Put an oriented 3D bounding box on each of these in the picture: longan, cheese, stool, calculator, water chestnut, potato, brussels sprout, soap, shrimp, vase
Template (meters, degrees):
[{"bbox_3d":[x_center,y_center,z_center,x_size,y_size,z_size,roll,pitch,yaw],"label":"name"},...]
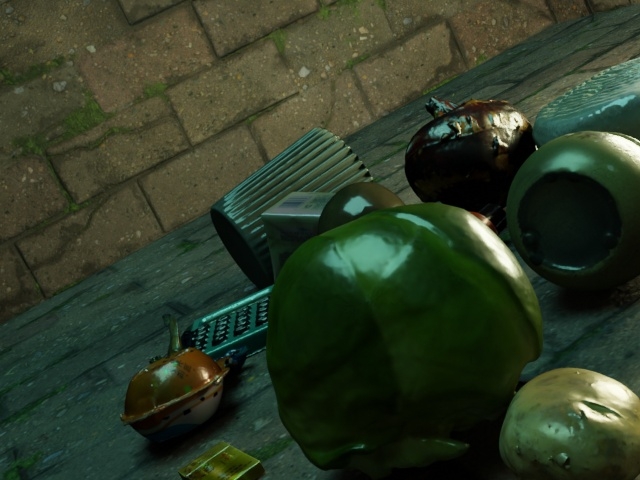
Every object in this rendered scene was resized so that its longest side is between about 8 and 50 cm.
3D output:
[{"bbox_3d":[0.086,-0.011,1.764,0.198,0.198,0.212,-29,32,-14],"label":"longan"},{"bbox_3d":[-0.237,0.259,1.693,0.217,0.129,0.329,-23,2,24],"label":"cheese"},{"bbox_3d":[-0.061,-0.063,2.256,0.330,0.297,0.297,-35,16,-16],"label":"stool"},{"bbox_3d":[-0.184,0.189,1.995,0.248,0.058,0.274,-25,15,5],"label":"calculator"},{"bbox_3d":[0.312,-0.196,1.998,0.300,0.300,0.300,-24,14,6],"label":"water chestnut"},{"bbox_3d":[0.266,0.210,1.010,0.161,0.128,0.235,-11,8,-7],"label":"potato"},{"bbox_3d":[0.089,0.119,1.191,0.371,0.315,0.276,-49,-9,33],"label":"brussels sprout"},{"bbox_3d":[0.000,0.000,2.021,0.200,0.182,0.138,3,26,29],"label":"soap"},{"bbox_3d":[-0.317,0.227,1.946,0.051,0.150,0.217,4,-4,-23],"label":"shrimp"},{"bbox_3d":[0.472,-0.046,1.448,0.329,0.240,0.302,17,22,29],"label":"vase"}]

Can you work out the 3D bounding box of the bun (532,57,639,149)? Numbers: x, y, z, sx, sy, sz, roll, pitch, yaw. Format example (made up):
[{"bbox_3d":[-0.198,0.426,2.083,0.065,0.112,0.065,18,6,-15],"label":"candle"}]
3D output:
[{"bbox_3d":[0.600,-0.232,1.875,0.355,0.194,0.354,-27,15,8],"label":"bun"}]

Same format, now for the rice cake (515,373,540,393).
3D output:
[{"bbox_3d":[0.253,0.194,1.253,0.033,0.033,0.208,-23,11,-35],"label":"rice cake"}]

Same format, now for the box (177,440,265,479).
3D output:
[{"bbox_3d":[-0.152,0.348,1.419,0.089,0.022,0.156,-31,15,-22],"label":"box"}]

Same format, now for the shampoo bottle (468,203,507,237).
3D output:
[{"bbox_3d":[0.262,0.016,1.745,0.104,0.104,0.278,-11,20,46],"label":"shampoo bottle"}]

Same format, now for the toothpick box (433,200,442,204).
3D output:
[{"bbox_3d":[0.182,0.004,1.915,0.181,0.111,0.111,-25,14,-2],"label":"toothpick box"}]
